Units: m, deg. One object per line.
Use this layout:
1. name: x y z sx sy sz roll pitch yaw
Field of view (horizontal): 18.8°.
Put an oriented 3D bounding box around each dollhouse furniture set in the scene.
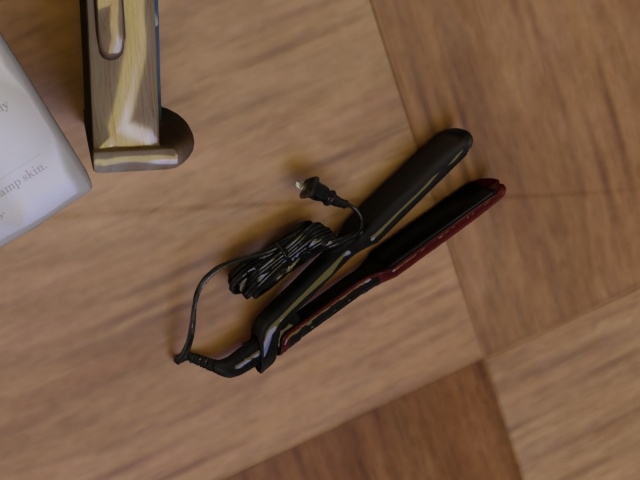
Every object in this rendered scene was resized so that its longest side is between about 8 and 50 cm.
1. dollhouse furniture set: 0.026 -0.144 1.019 0.303 0.286 0.198 -4 105 -8

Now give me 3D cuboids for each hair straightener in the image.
1. hair straightener: 0.000 0.000 1.183 0.230 0.047 0.089 -35 112 -5

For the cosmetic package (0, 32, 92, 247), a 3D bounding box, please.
1. cosmetic package: -0.309 -0.138 0.968 0.217 0.156 0.385 -32 111 -11
